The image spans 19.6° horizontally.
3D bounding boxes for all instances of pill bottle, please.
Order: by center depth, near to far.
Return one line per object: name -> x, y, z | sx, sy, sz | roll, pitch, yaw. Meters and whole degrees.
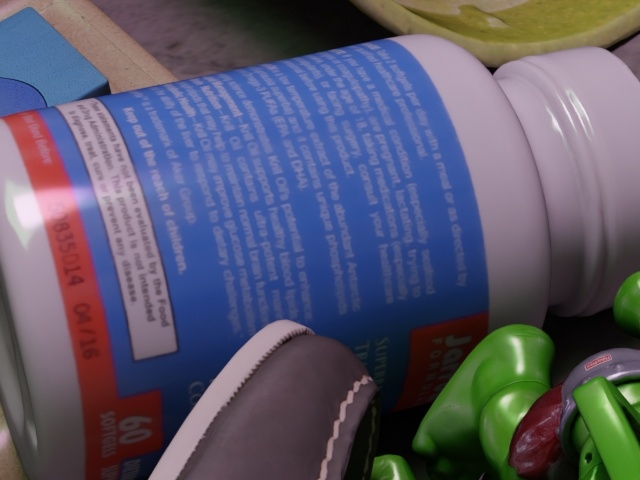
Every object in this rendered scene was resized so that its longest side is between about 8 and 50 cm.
pill bottle -> 0.000, 0.000, 0.614 | 0.221, 0.124, 0.124 | -13, 32, -16

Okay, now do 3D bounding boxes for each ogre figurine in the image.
ogre figurine -> 0.090, 0.063, 0.521 | 0.197, 0.097, 0.118 | -15, 32, 2

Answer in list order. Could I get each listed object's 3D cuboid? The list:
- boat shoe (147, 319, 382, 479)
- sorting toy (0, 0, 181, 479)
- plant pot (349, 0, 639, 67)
boat shoe -> -0.033, 0.162, 0.442 | 0.095, 0.112, 0.335 | 16, 49, 15
sorting toy -> -0.169, 0.016, 0.685 | 0.307, 0.041, 0.229 | -33, 59, -22
plant pot -> 0.026, -0.230, 0.854 | 0.276, 0.276, 0.254 | -33, 26, -21
